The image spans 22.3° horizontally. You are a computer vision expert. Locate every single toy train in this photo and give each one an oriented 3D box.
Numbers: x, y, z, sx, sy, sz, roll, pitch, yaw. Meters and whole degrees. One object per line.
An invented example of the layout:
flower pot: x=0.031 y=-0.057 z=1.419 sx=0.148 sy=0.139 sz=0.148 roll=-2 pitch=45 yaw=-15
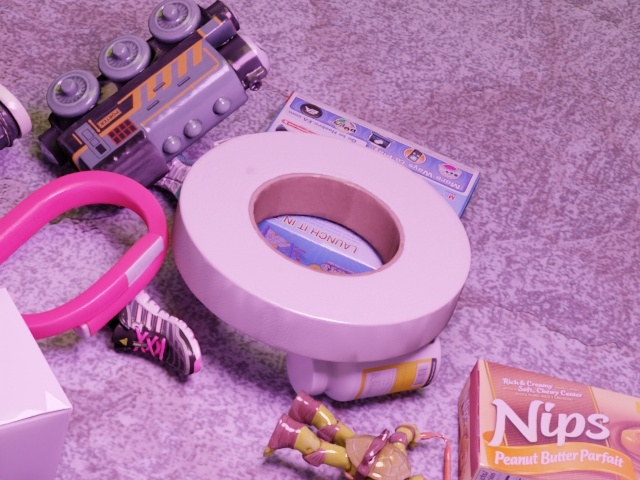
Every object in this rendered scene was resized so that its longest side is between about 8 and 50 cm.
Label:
toy train: x=-0.226 y=-0.193 z=2.237 sx=0.334 sy=0.142 sz=0.190 roll=-38 pitch=57 yaw=-9

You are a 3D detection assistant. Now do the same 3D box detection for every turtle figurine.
turtle figurine: x=0.045 y=0.271 z=1.942 sx=0.217 sy=0.087 sz=0.269 roll=27 pitch=41 yaw=8

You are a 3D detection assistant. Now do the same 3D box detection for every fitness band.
fitness band: x=-0.320 y=0.021 z=2.045 sx=0.209 sy=0.054 sz=0.291 roll=25 pitch=52 yaw=28

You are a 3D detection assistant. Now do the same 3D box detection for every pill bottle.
pill bottle: x=0.054 y=0.149 z=2.070 sx=0.184 sy=0.103 sz=0.103 roll=-6 pitch=47 yaw=-28

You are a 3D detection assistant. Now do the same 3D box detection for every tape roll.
tape roll: x=0.000 y=0.000 z=2.092 sx=0.392 sy=0.072 sz=0.392 roll=10 pitch=38 yaw=-8

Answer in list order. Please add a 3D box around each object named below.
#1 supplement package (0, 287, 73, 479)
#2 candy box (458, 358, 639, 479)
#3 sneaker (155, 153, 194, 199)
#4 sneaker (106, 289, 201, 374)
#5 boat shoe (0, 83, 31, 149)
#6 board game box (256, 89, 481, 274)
supplement package: x=-0.386 y=0.222 z=1.662 sx=0.175 sy=0.293 sz=0.177 roll=-12 pitch=50 yaw=-32
candy box: x=0.335 y=0.275 z=2.056 sx=0.316 sy=0.087 sz=0.183 roll=14 pitch=40 yaw=-7
sneaker: x=-0.193 y=-0.088 z=2.281 sx=0.076 sy=0.065 sz=0.166 roll=23 pitch=14 yaw=-49
sneaker: x=-0.221 y=0.119 z=2.027 sx=0.170 sy=0.063 sz=0.075 roll=39 pitch=46 yaw=26
boat shoe: x=-0.556 y=-0.212 z=2.221 sx=0.340 sy=0.127 sz=0.113 roll=35 pitch=65 yaw=14
board game box: x=0.039 y=-0.048 z=2.299 sx=0.308 sy=0.086 sz=0.302 roll=24 pitch=41 yaw=6
